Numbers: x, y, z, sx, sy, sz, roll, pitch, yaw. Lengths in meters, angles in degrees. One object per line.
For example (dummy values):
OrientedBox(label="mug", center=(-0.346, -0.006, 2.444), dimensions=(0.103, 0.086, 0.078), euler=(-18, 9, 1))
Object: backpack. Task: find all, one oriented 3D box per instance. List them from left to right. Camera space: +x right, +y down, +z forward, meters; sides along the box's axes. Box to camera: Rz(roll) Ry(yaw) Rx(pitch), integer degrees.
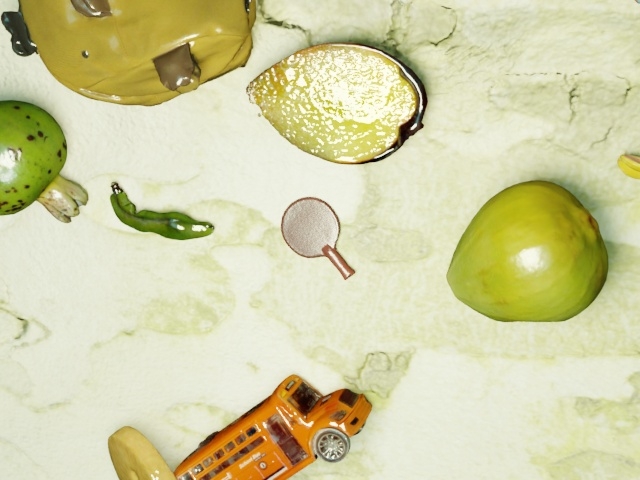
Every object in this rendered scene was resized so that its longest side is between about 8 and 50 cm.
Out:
OrientedBox(label="backpack", center=(-0.280, -0.365, 1.229), dimensions=(0.378, 0.201, 0.353), euler=(-21, 91, 12))

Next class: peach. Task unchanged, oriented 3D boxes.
OrientedBox(label="peach", center=(0.026, -0.216, 1.258), dimensions=(0.279, 0.068, 0.189), euler=(13, 110, 8))

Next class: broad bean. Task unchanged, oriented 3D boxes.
OrientedBox(label="broad bean", center=(-0.275, -0.034, 1.365), dimensions=(0.195, 0.046, 0.061), euler=(24, 106, 9))

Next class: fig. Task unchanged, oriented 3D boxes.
OrientedBox(label="fig", center=(0.302, 0.031, 1.179), dimensions=(0.207, 0.207, 0.230), euler=(34, 134, 5))

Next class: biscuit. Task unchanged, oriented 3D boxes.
OrientedBox(label="biscuit", center=(-0.256, 0.474, 1.368), dimensions=(0.355, 0.052, 0.275), euler=(56, 147, 6))

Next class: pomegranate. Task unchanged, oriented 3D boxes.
OrientedBox(label="pomegranate", center=(-0.495, -0.119, 1.337), dimensions=(0.202, 0.202, 0.248), euler=(-37, 119, 16))

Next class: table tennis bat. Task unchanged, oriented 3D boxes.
OrientedBox(label="table tennis bat", center=(0.000, 0.000, 1.326), dimensions=(0.098, 0.019, 0.154), euler=(-40, 87, 15))

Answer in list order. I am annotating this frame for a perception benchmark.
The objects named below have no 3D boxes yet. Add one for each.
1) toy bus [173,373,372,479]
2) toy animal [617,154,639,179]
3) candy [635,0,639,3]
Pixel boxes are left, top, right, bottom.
OrientedBox(label="toy bus", center=(-0.076, 0.334, 1.337), dimensions=(0.329, 0.143, 0.153), euler=(-37, 88, 18))
OrientedBox(label="toy animal", center=(0.509, -0.090, 1.175), dimensions=(0.159, 0.070, 0.083), euler=(34, 146, 18))
OrientedBox(label="candy", center=(0.449, -0.359, 1.164), dimensions=(0.030, 0.020, 0.083), euler=(-37, 89, 12))
